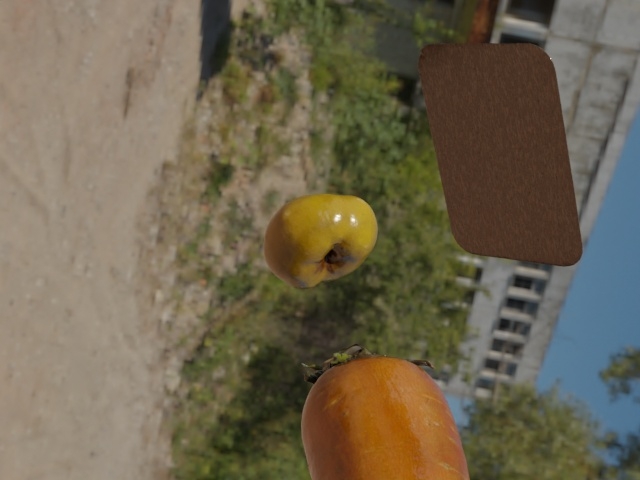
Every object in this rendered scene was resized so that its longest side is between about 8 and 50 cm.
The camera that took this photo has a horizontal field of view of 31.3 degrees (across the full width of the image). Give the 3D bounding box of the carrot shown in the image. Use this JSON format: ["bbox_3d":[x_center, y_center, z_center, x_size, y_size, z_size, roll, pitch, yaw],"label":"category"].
[{"bbox_3d":[0.080,0.255,1.446,0.193,0.214,0.331,-52,-141,29],"label":"carrot"}]

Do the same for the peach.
[{"bbox_3d":[0.000,0.000,1.726,0.179,0.179,0.103,100,-29,-50],"label":"peach"}]

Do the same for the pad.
[{"bbox_3d":[0.200,-0.094,1.275,0.002,0.176,0.266,-37,123,-40],"label":"pad"}]
